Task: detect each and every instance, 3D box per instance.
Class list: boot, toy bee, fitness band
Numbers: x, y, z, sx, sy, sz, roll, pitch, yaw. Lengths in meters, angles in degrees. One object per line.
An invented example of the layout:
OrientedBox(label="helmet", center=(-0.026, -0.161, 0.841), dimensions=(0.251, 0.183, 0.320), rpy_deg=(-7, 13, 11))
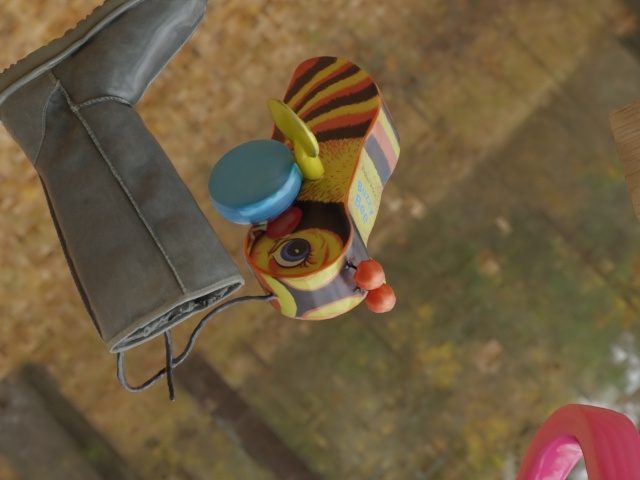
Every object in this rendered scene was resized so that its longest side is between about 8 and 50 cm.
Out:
OrientedBox(label="boot", center=(-0.111, -0.055, 1.305), dimensions=(0.189, 0.208, 0.076), rpy_deg=(-35, 158, 5))
OrientedBox(label="toy bee", center=(0.000, 0.000, 1.430), dimensions=(0.195, 0.162, 0.298), rpy_deg=(35, 70, -57))
OrientedBox(label="fitness band", center=(0.189, 0.252, 1.435), dimensions=(0.291, 0.054, 0.209), rpy_deg=(-93, -163, -53))

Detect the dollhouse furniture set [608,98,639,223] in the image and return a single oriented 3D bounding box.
OrientedBox(label="dollhouse furniture set", center=(0.253, 0.024, 0.651), dimensions=(0.212, 0.242, 0.161), rpy_deg=(-12, 174, -28))
